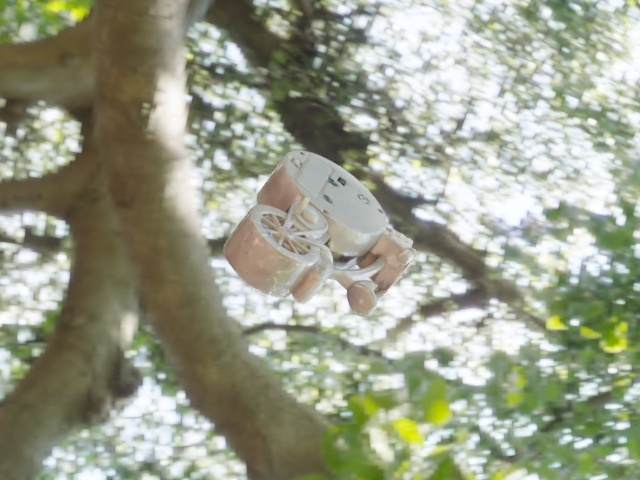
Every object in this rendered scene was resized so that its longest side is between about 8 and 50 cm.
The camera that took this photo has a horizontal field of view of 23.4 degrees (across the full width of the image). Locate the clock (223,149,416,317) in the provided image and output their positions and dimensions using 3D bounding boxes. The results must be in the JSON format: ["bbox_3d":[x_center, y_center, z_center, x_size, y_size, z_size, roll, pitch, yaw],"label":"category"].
[{"bbox_3d":[0.000,0.000,0.762,0.087,0.129,0.041,40,-66,3],"label":"clock"}]
